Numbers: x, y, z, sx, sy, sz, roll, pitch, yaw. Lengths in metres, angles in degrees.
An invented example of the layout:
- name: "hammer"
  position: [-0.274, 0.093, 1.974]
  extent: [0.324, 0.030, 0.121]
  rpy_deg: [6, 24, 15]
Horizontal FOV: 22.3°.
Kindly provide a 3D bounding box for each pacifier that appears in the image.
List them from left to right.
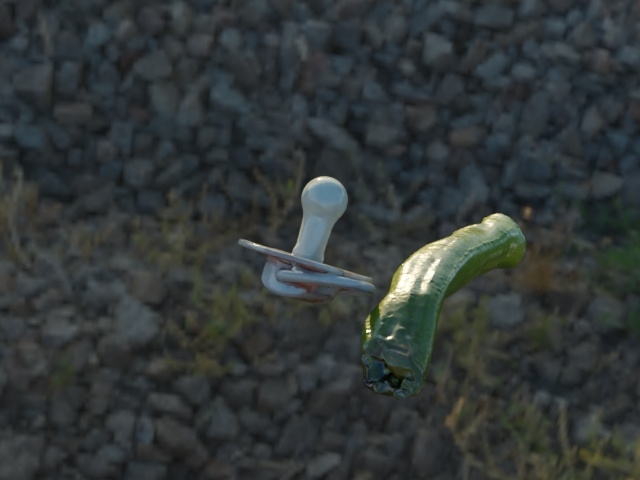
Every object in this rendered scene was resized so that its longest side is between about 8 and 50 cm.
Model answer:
- name: "pacifier"
  position: [0.000, 0.000, 0.987]
  extent: [0.081, 0.078, 0.099]
  rpy_deg: [14, -3, 27]

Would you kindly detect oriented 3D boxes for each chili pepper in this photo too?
- name: "chili pepper"
  position: [0.071, 0.032, 1.008]
  extent: [0.052, 0.050, 0.202]
  rpy_deg: [-6, 20, 32]
